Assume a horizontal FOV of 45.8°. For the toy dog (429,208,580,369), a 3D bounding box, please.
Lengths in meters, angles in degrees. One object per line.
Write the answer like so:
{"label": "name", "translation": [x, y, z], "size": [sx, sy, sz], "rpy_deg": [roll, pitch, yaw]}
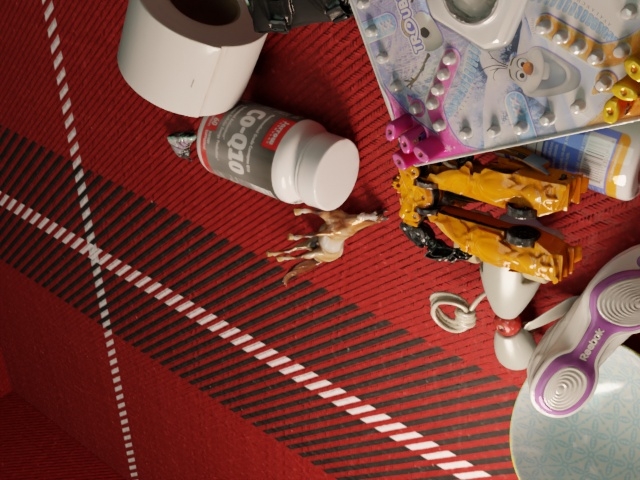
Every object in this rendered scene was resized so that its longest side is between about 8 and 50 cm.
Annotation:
{"label": "toy dog", "translation": [0.324, 0.054, 1.238], "size": [0.220, 0.161, 0.333], "rpy_deg": [34, 150, 18]}

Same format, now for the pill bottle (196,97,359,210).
{"label": "pill bottle", "translation": [-0.080, -0.163, 1.425], "size": [0.283, 0.161, 0.161], "rpy_deg": [22, 130, 32]}

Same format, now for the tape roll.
{"label": "tape roll", "translation": [-0.229, -0.367, 1.364], "size": [0.246, 0.246, 0.169], "rpy_deg": [45, 139, 11]}

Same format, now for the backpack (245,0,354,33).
{"label": "backpack", "translation": [-0.033, -0.520, 1.097], "size": [0.290, 0.273, 0.355], "rpy_deg": [0, 136, 42]}

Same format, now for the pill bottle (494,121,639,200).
{"label": "pill bottle", "translation": [0.326, -0.169, 1.049], "size": [0.272, 0.152, 0.152], "rpy_deg": [26, 132, 29]}

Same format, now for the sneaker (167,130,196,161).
{"label": "sneaker", "translation": [-0.300, -0.208, 1.699], "size": [0.098, 0.038, 0.069], "rpy_deg": [9, 124, 50]}

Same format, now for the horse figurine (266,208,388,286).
{"label": "horse figurine", "translation": [0.000, 0.000, 1.490], "size": [0.263, 0.175, 0.066], "rpy_deg": [-56, 45, 52]}

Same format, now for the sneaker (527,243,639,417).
{"label": "sneaker", "translation": [0.411, 0.120, 1.157], "size": [0.114, 0.152, 0.305], "rpy_deg": [36, 102, -3]}

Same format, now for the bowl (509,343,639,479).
{"label": "bowl", "translation": [0.466, 0.316, 1.219], "size": [0.156, 0.289, 0.289], "rpy_deg": [23, 152, -32]}

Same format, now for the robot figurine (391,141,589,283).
{"label": "robot figurine", "translation": [0.224, -0.053, 1.069], "size": [0.291, 0.085, 0.211], "rpy_deg": [23, 126, 42]}

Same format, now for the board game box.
{"label": "board game box", "translation": [0.173, -0.289, 0.878], "size": [0.390, 0.050, 0.389], "rpy_deg": [-7, 109, 49]}
